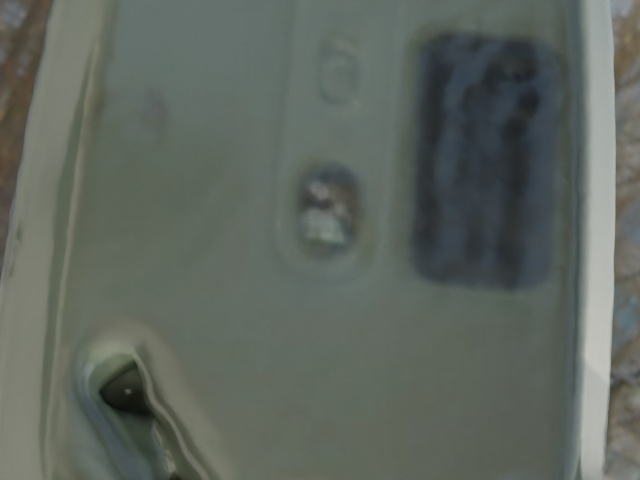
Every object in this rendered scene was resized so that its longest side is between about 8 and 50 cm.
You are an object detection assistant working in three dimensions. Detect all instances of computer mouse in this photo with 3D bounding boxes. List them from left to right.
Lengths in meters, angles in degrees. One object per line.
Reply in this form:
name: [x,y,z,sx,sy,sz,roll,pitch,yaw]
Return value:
computer mouse: [-0.001,0.000,0.576,0.197,0.331,0.095,9,-11,-11]
